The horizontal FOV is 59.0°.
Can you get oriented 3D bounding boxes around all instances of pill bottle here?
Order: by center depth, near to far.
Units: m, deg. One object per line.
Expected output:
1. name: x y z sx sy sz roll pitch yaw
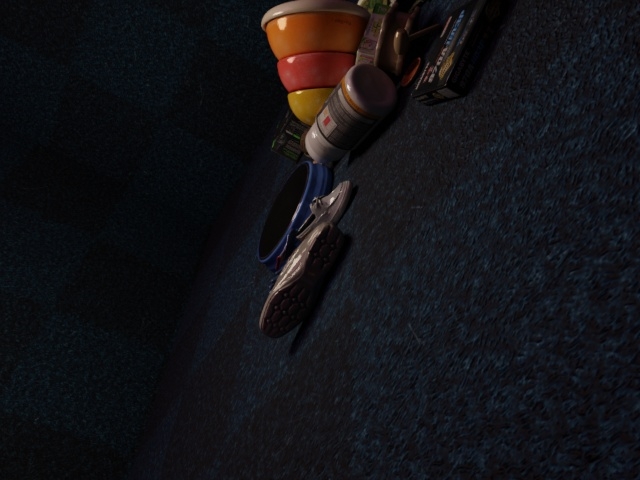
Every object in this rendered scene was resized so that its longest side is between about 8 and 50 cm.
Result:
1. pill bottle: 0.081 -0.351 1.598 0.278 0.162 0.162 -41 27 53

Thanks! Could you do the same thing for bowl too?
1. bowl: -0.095 -0.083 1.861 0.391 0.077 0.391 -54 20 31

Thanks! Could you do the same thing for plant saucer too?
1. plant saucer: 0.244 -0.444 1.499 0.083 0.013 0.083 -56 18 28

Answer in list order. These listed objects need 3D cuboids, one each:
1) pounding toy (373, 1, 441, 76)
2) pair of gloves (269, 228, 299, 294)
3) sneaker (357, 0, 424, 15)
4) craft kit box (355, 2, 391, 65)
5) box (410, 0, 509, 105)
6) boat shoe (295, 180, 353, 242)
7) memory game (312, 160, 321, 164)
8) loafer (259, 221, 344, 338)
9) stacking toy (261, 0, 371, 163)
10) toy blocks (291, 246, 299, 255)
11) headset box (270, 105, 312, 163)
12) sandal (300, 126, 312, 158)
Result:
1. pounding toy: 0.238 -0.534 1.541 0.270 0.154 0.154 -63 -14 -48
2. pair of gloves: -0.103 0.058 1.627 0.159 0.023 0.198 -58 -16 -51
3. sneaker: 0.224 -0.735 1.825 0.410 0.158 0.182 141 134 -65
4. craft kit box: 0.144 -0.531 1.695 0.250 0.060 0.247 97 -168 -56
5. box: 0.293 -0.405 1.212 0.220 0.051 0.175 -64 16 0
6. boat shoe: 0.006 -0.076 1.545 0.228 0.081 0.079 -56 17 26
7. memory game: -0.035 -0.228 2.038 0.186 0.012 0.186 -55 17 27
8. loafer: -0.047 0.098 1.412 0.319 0.112 0.111 -55 11 1
9. stacking toy: -0.008 -0.487 1.798 0.350 0.350 0.480 -162 70 -74
10. toy blocks: -0.051 0.078 1.534 0.123 0.054 0.148 -64 16 -6
11. headset box: -0.096 -0.506 2.451 0.283 0.131 0.246 -55 17 29
12. sandal: -0.037 -0.369 2.115 0.120 0.086 0.303 -59 12 -4
